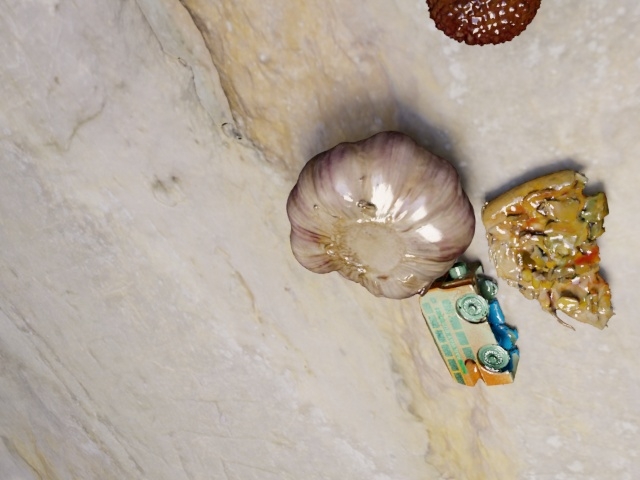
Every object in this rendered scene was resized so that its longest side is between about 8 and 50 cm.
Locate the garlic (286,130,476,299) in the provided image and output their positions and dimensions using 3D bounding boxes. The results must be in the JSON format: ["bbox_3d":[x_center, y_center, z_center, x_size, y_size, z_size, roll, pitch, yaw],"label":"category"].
[{"bbox_3d":[0.075,-0.038,0.723,0.245,0.160,0.244,6,131,7],"label":"garlic"}]

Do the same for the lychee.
[{"bbox_3d":[0.174,-0.273,0.579,0.124,0.123,0.128,2,117,25],"label":"lychee"}]

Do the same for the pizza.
[{"bbox_3d":[0.287,0.024,0.698,0.147,0.069,0.226,-6,111,25],"label":"pizza"}]

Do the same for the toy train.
[{"bbox_3d":[0.210,0.117,0.777,0.099,0.072,0.188,-17,106,37],"label":"toy train"}]
